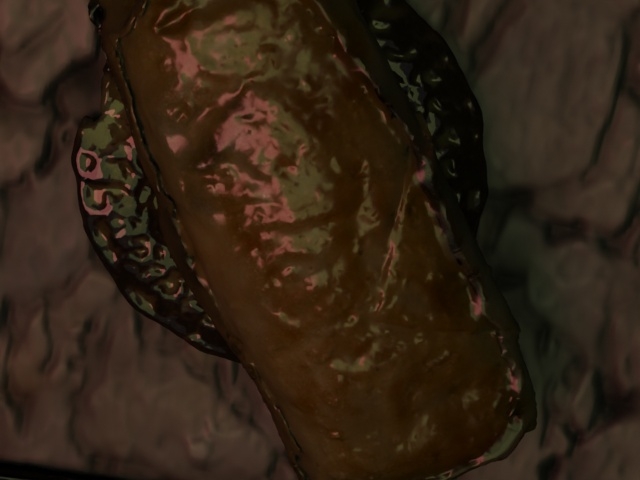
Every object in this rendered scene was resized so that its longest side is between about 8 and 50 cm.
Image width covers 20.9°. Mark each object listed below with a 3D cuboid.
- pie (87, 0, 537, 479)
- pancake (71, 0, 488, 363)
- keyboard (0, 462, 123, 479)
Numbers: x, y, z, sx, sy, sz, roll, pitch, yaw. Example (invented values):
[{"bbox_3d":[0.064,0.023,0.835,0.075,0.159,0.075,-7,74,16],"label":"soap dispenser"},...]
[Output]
[{"bbox_3d":[0.000,0.000,0.757,0.128,0.068,0.282,-24,108,5],"label":"pie"},{"bbox_3d":[-0.018,-0.033,0.792,0.199,0.021,0.199,-1,104,-3],"label":"pancake"},{"bbox_3d":[-0.111,0.151,0.833,0.250,0.017,0.087,9,104,-5],"label":"keyboard"}]
